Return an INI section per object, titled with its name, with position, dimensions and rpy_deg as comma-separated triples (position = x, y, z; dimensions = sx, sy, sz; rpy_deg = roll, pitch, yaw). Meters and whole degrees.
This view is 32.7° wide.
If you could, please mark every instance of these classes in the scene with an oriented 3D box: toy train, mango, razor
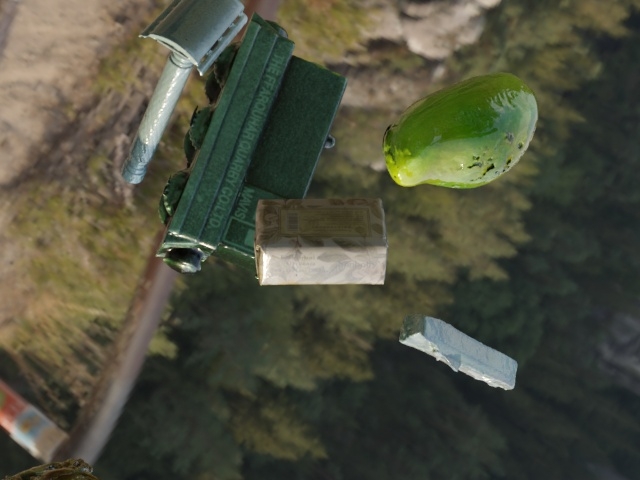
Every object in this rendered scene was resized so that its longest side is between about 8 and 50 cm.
[toy train]
position = -0.081, -0.102, 1.323
dimensions = 0.138, 0.178, 0.330
rpy_deg = 144, -33, -75
[mango]
position = 0.163, -0.119, 1.273
dimensions = 0.233, 0.125, 0.111
rpy_deg = -31, 180, -33
[razor]
position = -0.154, -0.135, 1.058
dimensions = 0.232, 0.068, 0.106
rpy_deg = -55, -177, 44

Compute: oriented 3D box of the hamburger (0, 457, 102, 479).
[hamburger]
position = -0.282, 0.295, 1.108
dimensions = 0.159, 0.131, 0.185
rpy_deg = -49, 117, -17

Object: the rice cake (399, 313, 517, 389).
[rice cake]
position = 0.141, 0.116, 1.092
dimensions = 0.180, 0.030, 0.042
rpy_deg = 29, 64, -44

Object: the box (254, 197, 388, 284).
[box]
position = 0.000, 0.000, 0.805
dimensions = 0.062, 0.098, 0.045
rpy_deg = -92, -175, -48
